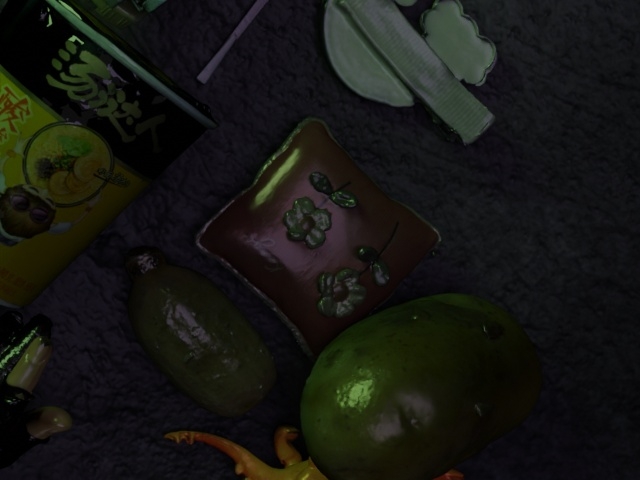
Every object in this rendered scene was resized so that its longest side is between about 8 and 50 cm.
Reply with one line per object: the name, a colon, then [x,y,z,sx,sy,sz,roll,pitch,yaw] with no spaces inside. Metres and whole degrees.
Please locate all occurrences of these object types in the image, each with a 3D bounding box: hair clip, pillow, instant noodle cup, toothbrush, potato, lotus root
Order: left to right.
instant noodle cup: [-0.235,-0.078,1.216,0.215,0.215,0.236,39,93,-14]
lotus root: [-0.115,0.081,1.309,0.090,0.077,0.183,-39,103,-10]
toothbrush: [-0.055,-0.224,1.341,0.017,0.014,0.194,35,84,-14]
pillow: [0.000,0.000,1.337,0.179,0.075,0.171,44,83,-12]
hair clip: [0.079,-0.185,1.363,0.140,0.054,0.220,-42,100,-5]
potato: [0.110,0.128,1.305,0.271,0.111,0.160,-19,87,-39]

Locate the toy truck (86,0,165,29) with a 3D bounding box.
toy truck: [-0.134,-0.253,1.258,0.191,0.116,0.085,-44,103,-34]

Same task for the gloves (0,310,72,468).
gloves: [-0.287,0.132,1.216,0.106,0.180,0.129,-23,76,-50]

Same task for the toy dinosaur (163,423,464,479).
toy dinosaur: [-0.004,0.234,1.356,0.288,0.070,0.117,4,92,-10]
